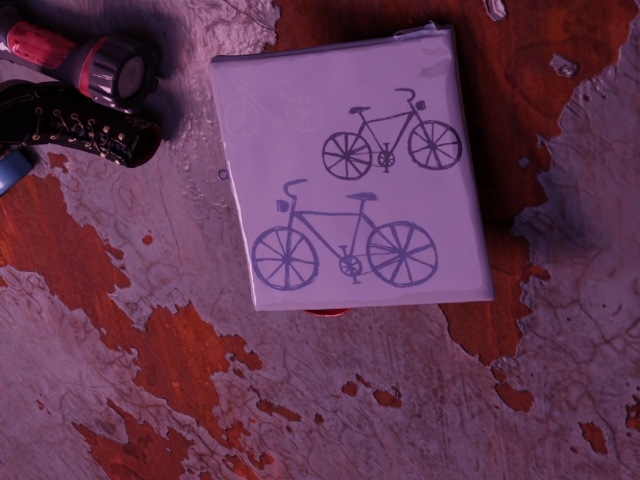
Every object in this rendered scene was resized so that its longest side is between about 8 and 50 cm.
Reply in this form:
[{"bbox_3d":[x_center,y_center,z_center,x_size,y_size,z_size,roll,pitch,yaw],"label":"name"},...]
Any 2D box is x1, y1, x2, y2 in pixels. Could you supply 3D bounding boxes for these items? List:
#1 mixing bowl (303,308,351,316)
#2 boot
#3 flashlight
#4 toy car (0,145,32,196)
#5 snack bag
[{"bbox_3d":[0.000,0.000,1.656,0.181,0.098,0.181,22,134,24],"label":"mixing bowl"},{"bbox_3d":[-0.341,-0.154,1.721,0.178,0.236,0.085,23,110,18],"label":"boot"},{"bbox_3d":[-0.365,-0.266,1.732,0.304,0.103,0.103,25,98,25],"label":"flashlight"},{"bbox_3d":[-0.624,-0.113,1.969,0.219,0.238,0.210,52,140,-9],"label":"toy car"},{"bbox_3d":[0.031,-0.077,1.504,0.323,0.037,0.343,-4,108,23],"label":"snack bag"}]
